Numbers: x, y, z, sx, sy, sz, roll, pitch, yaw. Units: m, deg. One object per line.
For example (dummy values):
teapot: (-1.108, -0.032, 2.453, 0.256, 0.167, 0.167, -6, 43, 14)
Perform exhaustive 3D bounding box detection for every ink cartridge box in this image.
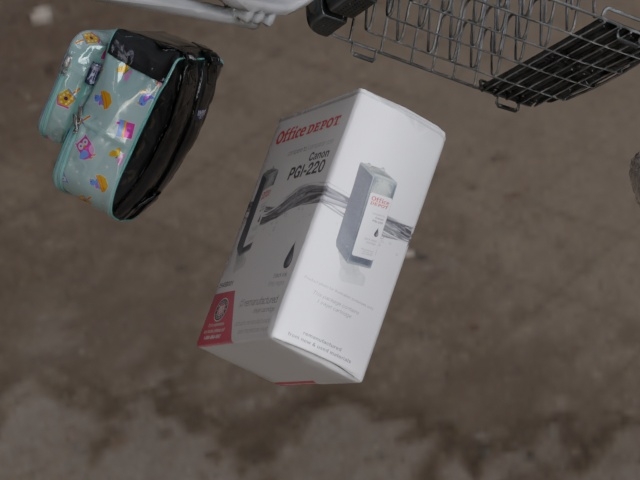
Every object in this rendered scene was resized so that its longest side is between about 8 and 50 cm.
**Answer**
ink cartridge box: (0.000, 0.000, 1.409, 0.158, 0.092, 0.218, -12, 53, 63)

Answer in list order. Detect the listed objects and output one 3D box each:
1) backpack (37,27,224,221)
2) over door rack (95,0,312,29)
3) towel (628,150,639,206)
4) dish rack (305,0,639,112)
backpack: (-0.198, -0.119, 1.747, 0.144, 0.188, 0.166, 20, 11, 10)
over door rack: (-0.142, -0.155, 0.528, 0.239, 0.108, 0.324, 39, 28, 17)
towel: (0.297, 0.076, 1.234, 0.049, 0.282, 0.187, -26, 17, 6)
dish rack: (0.137, -0.193, 1.456, 0.271, 0.208, 0.074, 17, 70, -25)
